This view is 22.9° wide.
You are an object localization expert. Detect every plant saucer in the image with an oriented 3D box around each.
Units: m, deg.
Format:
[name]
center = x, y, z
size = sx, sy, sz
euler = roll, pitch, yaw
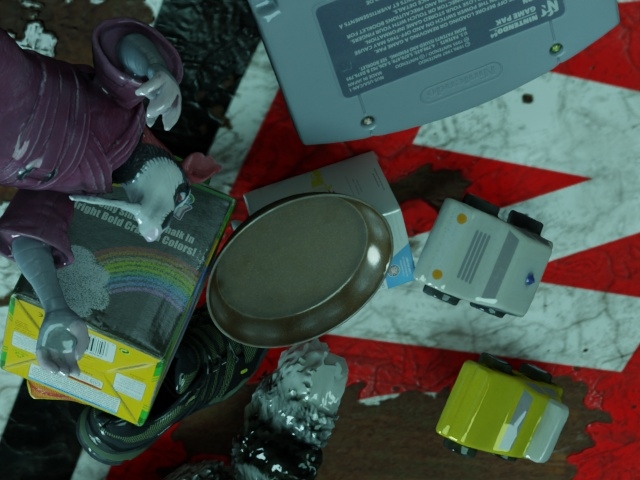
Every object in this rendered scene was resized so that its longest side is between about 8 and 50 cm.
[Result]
[plant saucer]
center = -0.020, 0.020, 1.327
size = 0.168, 0.029, 0.168
euler = -16, 135, -16

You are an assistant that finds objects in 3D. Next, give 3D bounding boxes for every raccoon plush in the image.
[raccoon plush]
center = -0.195, 0.261, 1.555
size = 0.299, 0.216, 0.446
euler = 19, 91, -15

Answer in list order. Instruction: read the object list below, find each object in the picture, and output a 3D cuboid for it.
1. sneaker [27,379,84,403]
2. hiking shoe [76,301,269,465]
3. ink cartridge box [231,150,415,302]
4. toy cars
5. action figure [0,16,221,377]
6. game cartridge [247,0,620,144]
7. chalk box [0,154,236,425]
[sneaker]
center = -0.189, 0.126, 1.482
size = 0.175, 0.064, 0.067
euler = 9, 144, -19
[hiking shoe]
center = -0.113, 0.112, 1.406
size = 0.227, 0.086, 0.114
euler = -42, 177, -24
[ink cartridge box]
center = 0.000, 0.000, 1.410
size = 0.143, 0.090, 0.092
euler = -20, 132, -3
[toy cars]
center = 0.185, 0.102, 1.512
size = 0.176, 0.087, 0.393
euler = -43, 140, -30
[action figure]
center = -0.233, -0.083, 1.141
size = 0.370, 0.275, 0.248
euler = 17, 114, -49
[game cartridge]
center = 0.097, -0.193, 1.309
size = 0.294, 0.060, 0.196
euler = -21, 128, -1
[chalk box]
center = -0.159, 0.017, 1.304
size = 0.132, 0.213, 0.132
euler = 23, 145, -1
